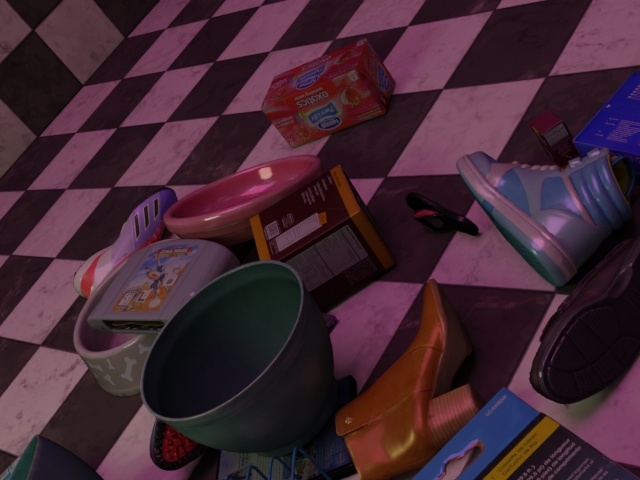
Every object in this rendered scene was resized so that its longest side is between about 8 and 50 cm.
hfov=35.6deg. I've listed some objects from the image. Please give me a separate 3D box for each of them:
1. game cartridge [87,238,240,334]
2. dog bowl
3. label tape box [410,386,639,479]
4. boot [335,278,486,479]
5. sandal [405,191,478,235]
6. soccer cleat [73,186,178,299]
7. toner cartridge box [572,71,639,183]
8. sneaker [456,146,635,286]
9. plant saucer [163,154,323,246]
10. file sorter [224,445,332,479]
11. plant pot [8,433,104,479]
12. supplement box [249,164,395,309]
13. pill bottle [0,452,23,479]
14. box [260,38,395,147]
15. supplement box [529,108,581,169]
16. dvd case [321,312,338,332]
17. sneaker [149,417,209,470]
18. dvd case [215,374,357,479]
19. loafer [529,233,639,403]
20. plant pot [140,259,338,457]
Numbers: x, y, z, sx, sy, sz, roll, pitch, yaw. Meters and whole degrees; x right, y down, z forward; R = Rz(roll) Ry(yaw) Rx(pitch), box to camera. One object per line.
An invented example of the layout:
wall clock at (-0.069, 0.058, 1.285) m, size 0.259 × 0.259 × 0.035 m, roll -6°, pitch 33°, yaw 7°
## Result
game cartridge at (-0.291, 0.084, 1.849) m, size 0.297 × 0.062 × 0.198 m, roll -4°, pitch 50°, yaw 43°
dog bowl at (-0.342, 0.139, 1.978) m, size 0.349 × 0.102 × 0.348 m, roll -28°, pitch 33°, yaw 20°
label tape box at (0.244, 0.341, 1.102) m, size 0.241 × 0.106 × 0.334 m, roll -43°, pitch 30°, yaw -8°
boot at (0.113, 0.197, 1.426) m, size 0.211 × 0.104 × 0.295 m, roll -28°, pitch 37°, yaw 17°
sandal at (0.194, -0.038, 1.684) m, size 0.040 × 0.067 × 0.179 m, roll -55°, pitch 35°, yaw -3°
soccer cleat at (-0.408, 0.016, 2.224) m, size 0.116 × 0.108 × 0.318 m, roll 25°, pitch 64°, yaw 34°
toner cartridge box at (0.551, -0.149, 1.440) m, size 0.165 × 0.075 × 0.348 m, roll -46°, pitch 32°, yaw -13°
sneaker at (0.354, -0.083, 1.519) m, size 0.208 × 0.127 × 0.319 m, roll -39°, pitch 41°, yaw 4°
plant saucer at (-0.144, -0.072, 1.975) m, size 0.332 × 0.084 × 0.332 m, roll -19°, pitch 16°, yaw 6°
file sorter at (-0.073, 0.375, 1.380) m, size 0.170 × 0.118 × 0.104 m, roll -26°, pitch 31°, yaw 20°
plant pot at (-0.392, 0.461, 1.490) m, size 0.290 × 0.196 × 0.290 m, roll -55°, pitch 19°, yaw 30°
supplement box at (0.000, 0.000, 1.756) m, size 0.194 × 0.129 × 0.191 m, roll -31°, pitch 30°, yaw 6°
pill bottle at (-0.537, 0.495, 1.681) m, size 0.264 × 0.146 × 0.146 m, roll -46°, pitch 32°, yaw -10°
box at (0.016, -0.316, 2.161) m, size 0.257 × 0.128 × 0.122 m, roll -16°, pitch 38°, yaw 32°
supplement box at (0.384, -0.164, 1.625) m, size 0.043 × 0.083 × 0.055 m, roll -35°, pitch 30°, yaw 7°
dvd case at (-0.088, 0.181, 1.738) m, size 0.221 × 0.018 × 0.164 m, roll 7°, pitch 54°, yaw 51°
sneaker at (-0.227, 0.293, 1.684) m, size 0.125 × 0.104 × 0.261 m, roll -51°, pitch 13°, yaw 40°
dvd case at (-0.054, 0.320, 1.521) m, size 0.253 × 0.022 × 0.180 m, roll -26°, pitch 34°, yaw 19°
loafer at (0.370, 0.098, 1.309) m, size 0.302 × 0.109 × 0.095 m, roll -45°, pitch 12°, yaw -20°
plant pot at (-0.096, 0.203, 1.502) m, size 0.293 × 0.196 × 0.293 m, roll -27°, pitch 33°, yaw 19°
